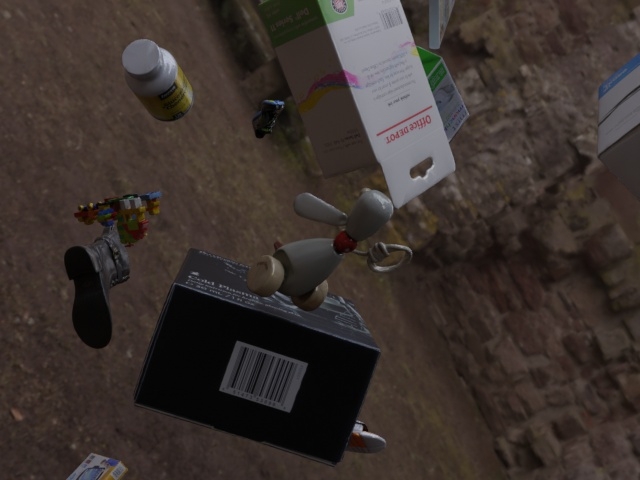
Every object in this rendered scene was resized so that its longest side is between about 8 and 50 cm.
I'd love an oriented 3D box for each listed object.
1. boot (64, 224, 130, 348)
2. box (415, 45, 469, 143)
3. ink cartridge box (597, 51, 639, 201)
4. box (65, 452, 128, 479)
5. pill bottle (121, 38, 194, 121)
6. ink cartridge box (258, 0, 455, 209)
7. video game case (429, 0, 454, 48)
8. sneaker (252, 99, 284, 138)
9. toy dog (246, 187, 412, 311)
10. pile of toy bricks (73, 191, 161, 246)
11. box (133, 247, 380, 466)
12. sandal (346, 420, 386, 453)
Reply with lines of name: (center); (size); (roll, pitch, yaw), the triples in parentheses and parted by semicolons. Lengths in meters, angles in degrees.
boot: (-0.498, 0.101, 1.794); (0.229, 0.091, 0.262); (-45, 128, -79)
box: (0.164, -0.336, 1.668); (0.262, 0.126, 0.231); (35, -5, 32)
ink cartridge box: (0.720, -0.201, 1.565); (0.285, 0.166, 0.395); (43, 35, -8)
box: (-0.426, 0.441, 1.433); (0.081, 0.136, 0.028); (-48, 119, -35)
pill bottle: (-0.320, -0.313, 1.500); (0.184, 0.103, 0.103); (65, 0, -73)
ink cartridge box: (0.066, -0.232, 1.196); (0.207, 0.119, 0.353); (-32, 105, -45)
video game case: (0.263, -0.565, 1.654); (0.226, 0.026, 0.206); (82, 22, -44)
sneaker: (-0.150, -0.352, 2.231); (0.188, 0.067, 0.078); (142, -54, -62)
toy dog: (0.000, 0.000, 1.546); (0.220, 0.334, 0.160); (53, 14, -48)
pile of toy bricks: (-0.400, -0.036, 1.579); (0.118, 0.212, 0.105); (-23, 106, -50)
box: (-0.153, 0.256, 1.857); (0.480, 0.297, 0.472); (19, 5, -8)
sandal: (0.041, 0.492, 2.000); (0.102, 0.266, 0.076); (83, 16, -49)
